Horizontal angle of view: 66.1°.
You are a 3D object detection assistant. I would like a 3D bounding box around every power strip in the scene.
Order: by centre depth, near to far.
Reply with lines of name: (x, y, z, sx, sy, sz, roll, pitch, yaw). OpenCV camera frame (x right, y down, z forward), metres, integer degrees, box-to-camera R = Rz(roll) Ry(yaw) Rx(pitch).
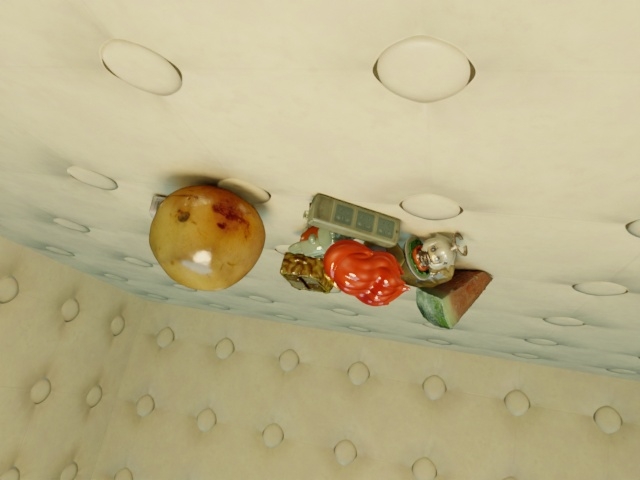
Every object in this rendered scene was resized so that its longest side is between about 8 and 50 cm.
power strip: (0.091, -0.047, 1.280, 0.272, 0.078, 0.052, 17, 160, -14)

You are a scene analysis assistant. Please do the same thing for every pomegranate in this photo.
pomegranate: (-0.303, 0.001, 1.340, 0.319, 0.319, 0.319, 11, 162, 4)

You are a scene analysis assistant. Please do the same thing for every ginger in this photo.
ginger: (0.291, 0.089, 1.514, 0.263, 0.109, 0.116, -3, 159, 40)

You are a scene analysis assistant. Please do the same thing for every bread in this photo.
bread: (-0.045, 0.125, 1.853, 0.181, 0.096, 0.222, 5, 159, 19)

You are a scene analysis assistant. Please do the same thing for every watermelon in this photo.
watermelon: (0.431, 0.157, 1.580, 0.193, 0.256, 0.140, 18, 134, 63)

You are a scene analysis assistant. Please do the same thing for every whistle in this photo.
whistle: (0.001, 0.002, 1.447, 0.253, 0.106, 0.102, -18, 130, 43)

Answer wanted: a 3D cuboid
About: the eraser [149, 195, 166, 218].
eraser: (-0.412, -0.075, 1.533, 0.210, 0.068, 0.124, 12, 161, -2)

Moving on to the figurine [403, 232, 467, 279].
figurine: (0.323, 0.029, 1.338, 0.153, 0.132, 0.132, -22, 144, 39)

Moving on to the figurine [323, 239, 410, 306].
figurine: (0.136, 0.080, 1.339, 0.181, 0.208, 0.257, -26, 176, 26)
